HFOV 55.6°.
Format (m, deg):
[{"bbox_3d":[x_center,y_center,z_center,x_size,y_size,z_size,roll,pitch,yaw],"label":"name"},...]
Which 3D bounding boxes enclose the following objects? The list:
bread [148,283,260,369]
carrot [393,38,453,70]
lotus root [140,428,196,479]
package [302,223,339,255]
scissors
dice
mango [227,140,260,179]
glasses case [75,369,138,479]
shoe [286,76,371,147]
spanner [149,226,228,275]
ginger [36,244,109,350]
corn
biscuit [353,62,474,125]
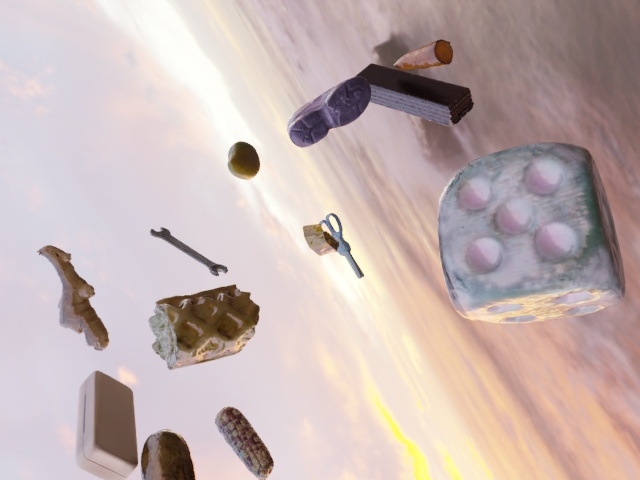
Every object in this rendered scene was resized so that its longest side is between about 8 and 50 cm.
[{"bbox_3d":[-0.330,0.238,1.698,0.238,0.252,0.196,-48,61,45],"label":"bread"},{"bbox_3d":[0.278,-0.513,1.721,0.205,0.072,0.072,3,131,53],"label":"carrot"},{"bbox_3d":[-0.374,0.596,1.492,0.128,0.145,0.260,6,-125,-32],"label":"lotus root"},{"bbox_3d":[0.000,0.000,1.849,0.131,0.071,0.047,45,-134,-52],"label":"package"},{"bbox_3d":[0.080,0.026,2.164,0.256,0.030,0.125,59,145,8],"label":"scissors"},{"bbox_3d":[0.466,-0.001,1.361,0.328,0.348,0.331,28,-127,-54],"label":"dice"},{"bbox_3d":[-0.262,-0.265,2.061,0.122,0.085,0.191,47,-151,-32],"label":"mango"},{"bbox_3d":[-0.567,0.487,1.611,0.144,0.076,0.336,41,-176,-28],"label":"glasses case"},{"bbox_3d":[0.013,-0.329,1.533,0.095,0.245,0.137,55,176,-27],"label":"shoe"},{"bbox_3d":[-0.410,0.031,1.873,0.302,0.017,0.071,30,-153,22],"label":"spanner"},{"bbox_3d":[-0.708,0.165,1.742,0.081,0.147,0.334,-29,-75,-58],"label":"ginger"},{"bbox_3d":[-0.207,0.561,1.686,0.253,0.086,0.086,37,166,43],"label":"corn"},{"bbox_3d":[0.264,-0.436,1.793,0.388,0.107,0.073,28,152,37],"label":"biscuit"}]
